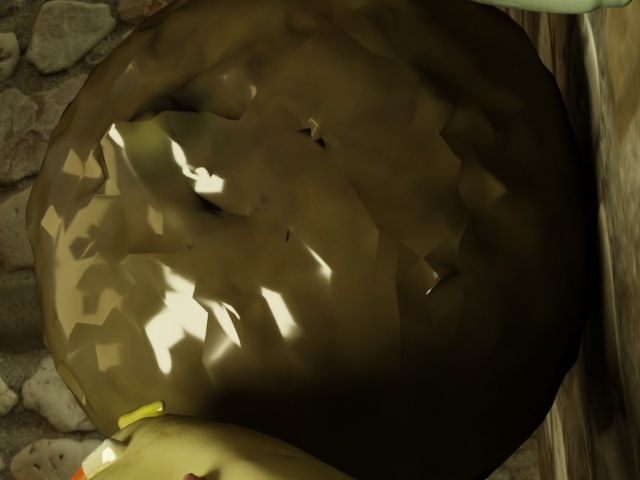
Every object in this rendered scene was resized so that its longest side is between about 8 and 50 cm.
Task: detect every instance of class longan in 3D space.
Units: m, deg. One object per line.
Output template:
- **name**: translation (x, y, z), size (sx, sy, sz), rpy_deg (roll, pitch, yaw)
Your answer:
- **longan**: translation (0.000, 0.000, 0.676), size (0.391, 0.390, 0.391), rpy_deg (-4, -90, -80)

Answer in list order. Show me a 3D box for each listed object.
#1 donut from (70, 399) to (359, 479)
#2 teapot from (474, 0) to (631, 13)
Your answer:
- **donut**: translation (-0.021, 0.227, 0.440), size (0.150, 0.371, 0.307), rpy_deg (-32, -75, -30)
- **teapot**: translation (0.066, -0.156, 0.377), size (0.111, 0.108, 0.149), rpy_deg (71, -163, -61)
